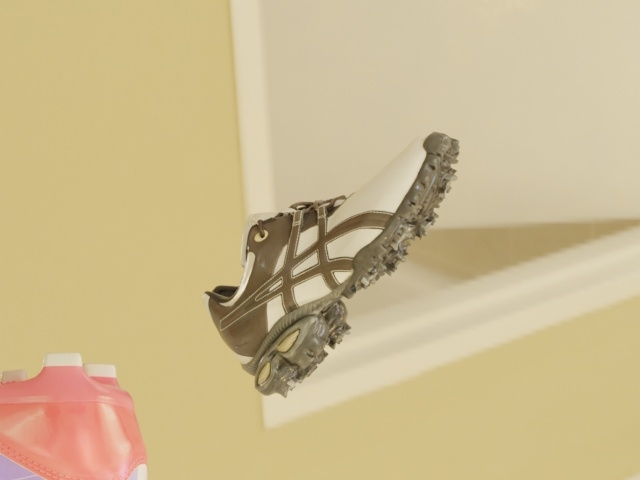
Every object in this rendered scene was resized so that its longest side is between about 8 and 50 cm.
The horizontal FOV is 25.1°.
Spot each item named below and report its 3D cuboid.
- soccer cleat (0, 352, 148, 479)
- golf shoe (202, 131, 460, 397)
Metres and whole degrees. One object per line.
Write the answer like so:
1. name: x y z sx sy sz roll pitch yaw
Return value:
1. soccer cleat: -0.188 0.105 0.584 0.248 0.095 0.083 -9 164 13
2. golf shoe: 0.000 0.000 0.862 0.094 0.198 0.077 43 -161 12
